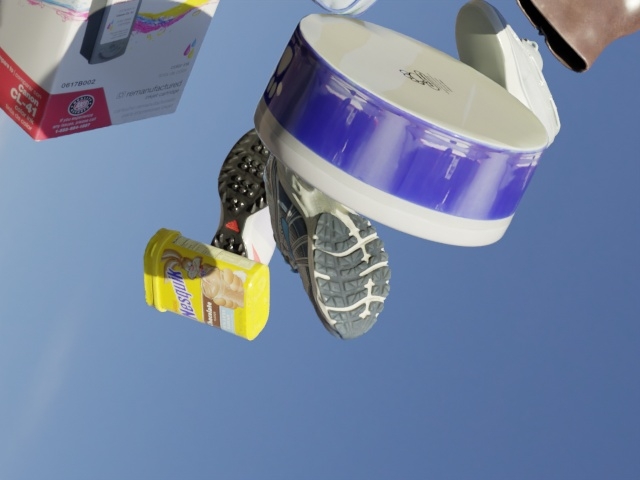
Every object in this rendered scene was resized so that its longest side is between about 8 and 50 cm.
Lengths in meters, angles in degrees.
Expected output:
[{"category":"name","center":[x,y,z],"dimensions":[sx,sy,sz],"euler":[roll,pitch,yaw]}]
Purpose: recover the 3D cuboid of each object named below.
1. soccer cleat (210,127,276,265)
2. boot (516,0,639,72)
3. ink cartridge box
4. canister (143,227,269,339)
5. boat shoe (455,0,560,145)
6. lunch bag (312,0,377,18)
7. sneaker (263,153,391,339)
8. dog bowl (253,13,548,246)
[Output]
[{"category":"soccer cleat","center":[-0.109,-0.058,2.523],"dimensions":[0.116,0.108,0.318],"euler":[-36,146,-54]},{"category":"boot","center":[0.288,-0.335,1.705],"dimensions":[0.207,0.248,0.090],"euler":[-39,-174,-29]},{"category":"ink cartridge box","center":[-0.233,-0.281,1.717],"dimensions":[0.131,0.226,0.306],"euler":[46,-50,25]},{"category":"canister","center":[-0.160,0.063,2.153],"dimensions":[0.073,0.170,0.126],"euler":[-49,150,-45]},{"category":"boat shoe","center":[0.240,-0.212,1.907],"dimensions":[0.079,0.227,0.081],"euler":[7,-139,48]},{"category":"lunch bag","center":[0.023,-0.492,2.266],"dimensions":[0.243,0.303,0.115],"euler":[-48,170,12]},{"category":"sneaker","center":[0.000,0.000,1.906],"dimensions":[0.122,0.110,0.283],"euler":[-44,-125,52]},{"category":"dog bowl","center":[0.077,-0.108,1.426],"dimensions":[0.265,0.265,0.104],"euler":[-109,-139,-62]}]
